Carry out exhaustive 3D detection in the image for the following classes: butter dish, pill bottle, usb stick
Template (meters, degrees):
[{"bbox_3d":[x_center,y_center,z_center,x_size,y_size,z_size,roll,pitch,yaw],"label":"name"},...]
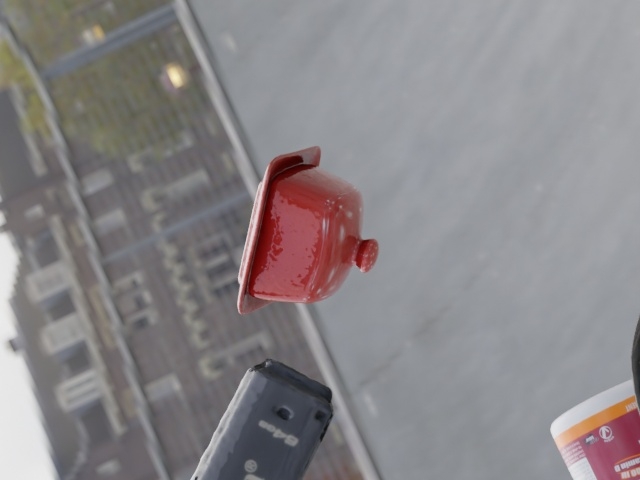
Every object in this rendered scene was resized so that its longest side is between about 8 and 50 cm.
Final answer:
[{"bbox_3d":[0.000,0.000,1.711,0.160,0.118,0.160,-22,-53,-70],"label":"butter dish"},{"bbox_3d":[0.311,0.243,1.620,0.221,0.121,0.121,65,-177,14],"label":"pill bottle"},{"bbox_3d":[-0.077,0.222,1.303,0.077,0.278,0.045,26,168,6],"label":"usb stick"}]

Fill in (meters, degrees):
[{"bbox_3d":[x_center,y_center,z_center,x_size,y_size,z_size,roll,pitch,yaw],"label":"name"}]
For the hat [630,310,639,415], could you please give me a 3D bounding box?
[{"bbox_3d":[0.336,0.032,1.255,0.331,0.331,0.134,62,176,-37],"label":"hat"}]
